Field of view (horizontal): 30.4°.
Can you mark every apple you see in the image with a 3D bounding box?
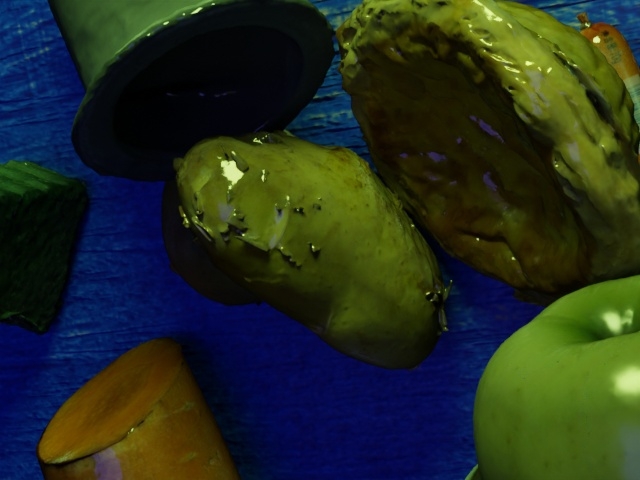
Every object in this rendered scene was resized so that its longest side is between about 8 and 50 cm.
[{"bbox_3d":[0.248,0.151,0.833,0.279,0.279,0.279,5,103,22],"label":"apple"}]

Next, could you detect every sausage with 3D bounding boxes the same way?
[{"bbox_3d":[0.295,-0.038,1.032,0.053,0.053,0.347,-21,93,26],"label":"sausage"}]

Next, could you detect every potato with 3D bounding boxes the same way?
[{"bbox_3d":[-0.098,-0.021,1.176,0.182,0.117,0.202,43,114,6],"label":"potato"},{"bbox_3d":[0.000,0.000,1.063,0.300,0.172,0.140,35,138,-27],"label":"potato"}]

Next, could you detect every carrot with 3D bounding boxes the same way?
[{"bbox_3d":[-0.172,0.290,1.224,0.193,0.214,0.331,-19,97,27],"label":"carrot"}]

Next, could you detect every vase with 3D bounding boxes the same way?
[{"bbox_3d":[-0.152,-0.238,1.064,0.245,0.245,0.291,-38,65,26],"label":"vase"}]

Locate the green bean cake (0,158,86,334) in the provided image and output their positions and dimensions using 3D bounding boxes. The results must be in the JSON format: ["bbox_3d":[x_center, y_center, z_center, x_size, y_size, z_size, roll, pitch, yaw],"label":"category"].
[{"bbox_3d":[-0.359,0.017,1.246,0.107,0.208,0.193,26,108,19],"label":"green bean cake"}]

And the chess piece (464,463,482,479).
[{"bbox_3d":[0.277,0.306,1.056,0.195,0.194,0.299,-32,97,26],"label":"chess piece"}]

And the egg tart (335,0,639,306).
[{"bbox_3d":[0.158,-0.093,0.987,0.129,0.341,0.341,-41,82,-17],"label":"egg tart"}]
